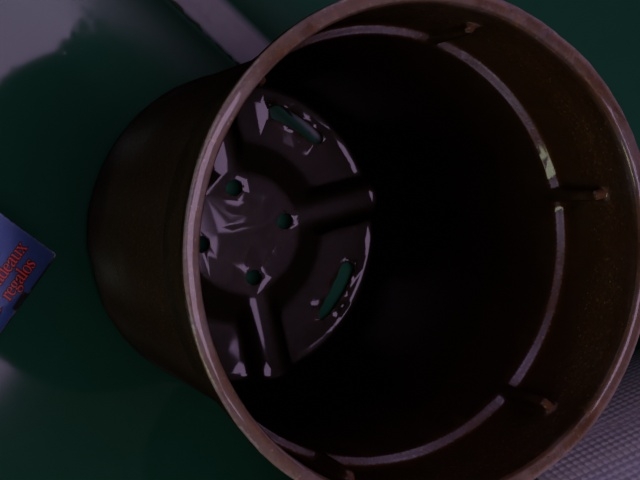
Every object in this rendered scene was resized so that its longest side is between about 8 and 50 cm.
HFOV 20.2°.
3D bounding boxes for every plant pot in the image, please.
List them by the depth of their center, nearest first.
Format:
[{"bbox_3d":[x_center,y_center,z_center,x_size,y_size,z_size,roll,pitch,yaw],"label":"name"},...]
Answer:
[{"bbox_3d":[0.000,0.000,0.630,0.167,0.165,0.167,-1,93,-26],"label":"plant pot"}]

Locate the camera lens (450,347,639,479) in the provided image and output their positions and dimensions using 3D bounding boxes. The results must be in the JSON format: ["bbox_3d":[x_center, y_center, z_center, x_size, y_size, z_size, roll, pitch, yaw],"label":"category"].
[{"bbox_3d":[0.157,0.144,0.680,0.274,0.219,0.219,-20,101,-23],"label":"camera lens"}]

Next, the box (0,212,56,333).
[{"bbox_3d":[-0.221,0.051,0.596,0.159,0.044,0.233,39,77,-21],"label":"box"}]
